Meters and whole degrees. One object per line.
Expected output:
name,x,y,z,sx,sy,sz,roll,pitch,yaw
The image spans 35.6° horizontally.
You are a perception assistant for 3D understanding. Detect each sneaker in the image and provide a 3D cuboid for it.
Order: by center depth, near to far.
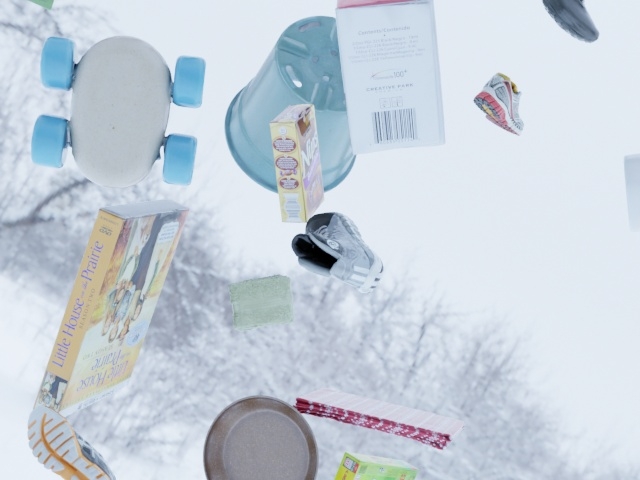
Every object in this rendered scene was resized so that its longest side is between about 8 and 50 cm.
sneaker,0.000,0.000,1.618,0.132,0.086,0.229,16,15,-33
sneaker,-0.448,0.387,1.797,0.215,0.084,0.083,52,4,1
sneaker,0.507,-0.543,2.078,0.286,0.130,0.109,55,18,-1
sneaker,0.421,-0.303,2.233,0.088,0.092,0.225,34,1,26

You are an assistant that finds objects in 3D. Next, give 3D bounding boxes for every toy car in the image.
toy car,-0.286,-0.183,1.452,0.219,0.210,0.238,7,4,-7

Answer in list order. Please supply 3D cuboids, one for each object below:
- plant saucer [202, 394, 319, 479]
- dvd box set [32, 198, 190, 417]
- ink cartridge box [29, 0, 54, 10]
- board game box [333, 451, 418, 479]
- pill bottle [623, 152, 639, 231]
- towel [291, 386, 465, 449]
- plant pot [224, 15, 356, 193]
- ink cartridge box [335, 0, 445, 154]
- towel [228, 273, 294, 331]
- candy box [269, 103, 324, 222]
plant saucer,-0.092,0.349,1.602,0.199,0.198,0.036,26,1,19
dvd box set,-0.409,0.127,1.980,0.062,0.420,0.307,23,10,13
ink cartridge box,-0.426,-0.477,1.533,0.109,0.209,0.062,22,-15,-28
board game box,0.100,0.455,1.869,0.181,0.092,0.043,21,3,-45
pill bottle,0.662,-0.092,1.616,0.319,0.176,0.176,-6,-21,18
towel,0.101,0.301,1.703,0.275,0.031,0.199,11,1,15
plant pot,-0.024,-0.322,2.306,0.341,0.341,0.334,30,-28,-4
ink cartridge box,0.091,-0.308,1.397,0.130,0.271,0.309,-6,27,4
towel,-0.122,0.129,2.089,0.148,0.110,0.027,-6,-6,-33
candy box,-0.040,-0.136,1.760,0.053,0.186,0.109,0,24,19
